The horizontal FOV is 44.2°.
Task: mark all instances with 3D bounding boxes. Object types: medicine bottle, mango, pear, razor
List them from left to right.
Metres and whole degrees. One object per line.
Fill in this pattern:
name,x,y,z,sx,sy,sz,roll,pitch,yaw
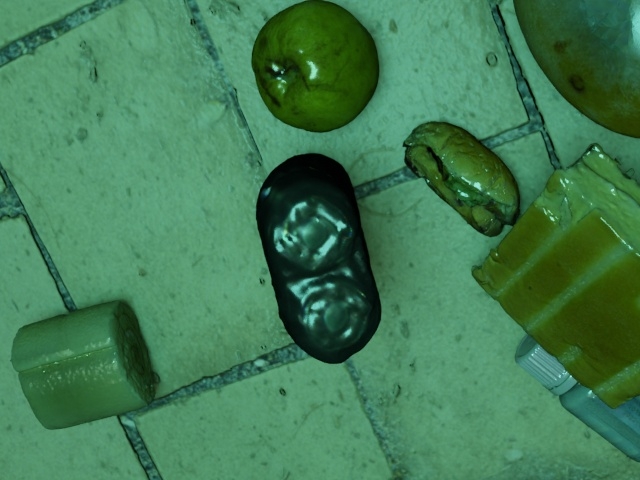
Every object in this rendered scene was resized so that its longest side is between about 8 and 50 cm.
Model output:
pear,-0.007,-0.197,0.897,0.149,0.162,0.148,5,106,18
razor,-0.004,0.001,0.856,0.107,0.327,0.189,-13,101,4
medicine bottle,0.339,0.185,0.976,0.203,0.083,0.083,37,105,-3
mango,0.300,-0.284,0.810,0.221,0.199,0.384,-31,82,35

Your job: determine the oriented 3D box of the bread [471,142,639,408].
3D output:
bread,0.309,0.043,0.852,0.239,0.246,0.111,44,63,9

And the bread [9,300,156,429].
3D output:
bread,-0.304,0.162,1.031,0.141,0.134,0.148,-15,113,6

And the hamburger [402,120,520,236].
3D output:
hamburger,0.181,-0.075,0.929,0.087,0.102,0.176,-44,94,2
